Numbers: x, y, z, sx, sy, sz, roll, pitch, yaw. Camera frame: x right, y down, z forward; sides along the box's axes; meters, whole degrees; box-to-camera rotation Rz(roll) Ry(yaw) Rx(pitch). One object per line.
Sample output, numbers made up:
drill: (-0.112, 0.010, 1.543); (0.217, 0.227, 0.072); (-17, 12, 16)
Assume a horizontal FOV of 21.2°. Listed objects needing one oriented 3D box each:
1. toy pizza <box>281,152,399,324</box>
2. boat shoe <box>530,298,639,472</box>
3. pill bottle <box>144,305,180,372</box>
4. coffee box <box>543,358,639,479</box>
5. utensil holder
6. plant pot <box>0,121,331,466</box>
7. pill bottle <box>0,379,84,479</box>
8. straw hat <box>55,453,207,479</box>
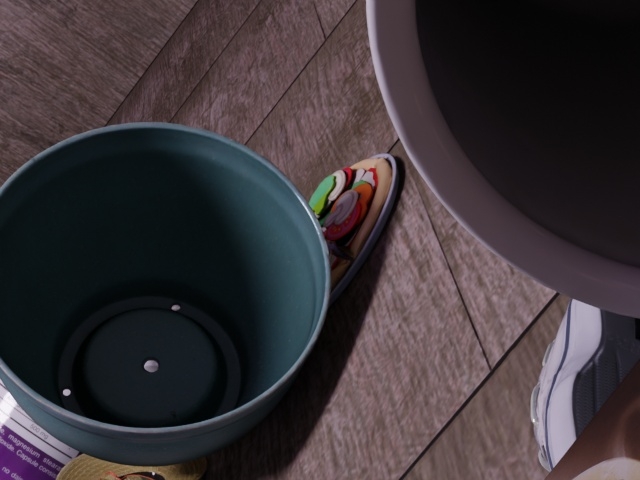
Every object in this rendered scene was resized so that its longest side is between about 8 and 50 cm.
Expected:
toy pizza: (0.000, 0.000, 1.559); (0.201, 0.032, 0.201); (-49, 17, 21)
boat shoe: (0.151, 0.096, 0.900); (0.075, 0.083, 0.226); (-60, 1, 30)
pill bottle: (-0.109, 0.078, 1.633); (0.137, 0.078, 0.078); (-62, 17, -21)
coffee box: (0.146, 0.162, 0.683); (0.297, 0.119, 0.168); (-53, 16, 9)
utensil holder: (0.189, -0.191, 0.890); (0.327, 0.328, 0.385); (-49, 17, 23)
plant pot: (-0.146, 0.074, 1.464); (0.196, 0.293, 0.293); (100, -169, -57)
pill bottle: (-0.280, 0.209, 1.682); (0.323, 0.181, 0.181); (-56, 16, -3)
straw hat: (-0.167, 0.234, 1.518); (0.144, 0.145, 0.061); (-115, 18, -71)
